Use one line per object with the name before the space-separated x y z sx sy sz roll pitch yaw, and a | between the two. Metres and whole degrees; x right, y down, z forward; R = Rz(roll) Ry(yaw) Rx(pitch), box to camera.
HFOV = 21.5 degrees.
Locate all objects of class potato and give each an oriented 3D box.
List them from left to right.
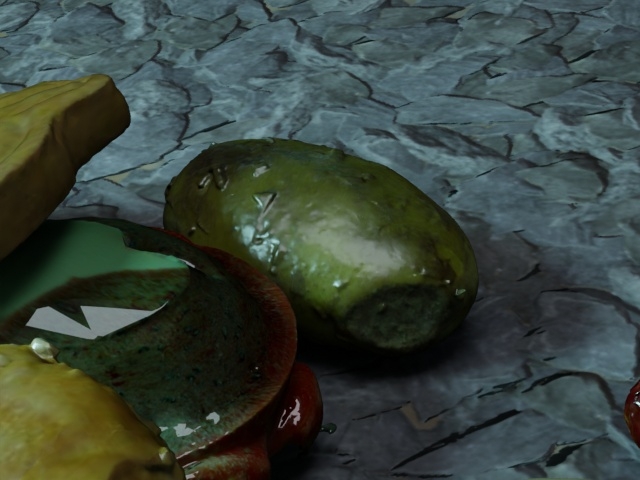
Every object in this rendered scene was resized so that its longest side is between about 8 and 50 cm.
potato | 0.000 0.000 1.142 0.251 0.113 0.149 20 39 38

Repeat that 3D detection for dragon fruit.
dragon fruit | -0.142 0.079 1.022 0.295 0.130 0.268 15 44 35

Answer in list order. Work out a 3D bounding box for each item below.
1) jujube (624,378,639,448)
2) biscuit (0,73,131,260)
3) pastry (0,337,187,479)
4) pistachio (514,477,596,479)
jujube | 0.242 0.097 0.983 0.129 0.077 0.077 -11 29 13
biscuit | -0.311 -0.003 1.106 0.385 0.062 0.365 -18 20 33
pastry | -0.187 0.188 0.791 0.284 0.184 0.316 -33 43 -26
pistachio | 0.103 0.183 0.798 0.238 0.153 0.138 -18 9 37
